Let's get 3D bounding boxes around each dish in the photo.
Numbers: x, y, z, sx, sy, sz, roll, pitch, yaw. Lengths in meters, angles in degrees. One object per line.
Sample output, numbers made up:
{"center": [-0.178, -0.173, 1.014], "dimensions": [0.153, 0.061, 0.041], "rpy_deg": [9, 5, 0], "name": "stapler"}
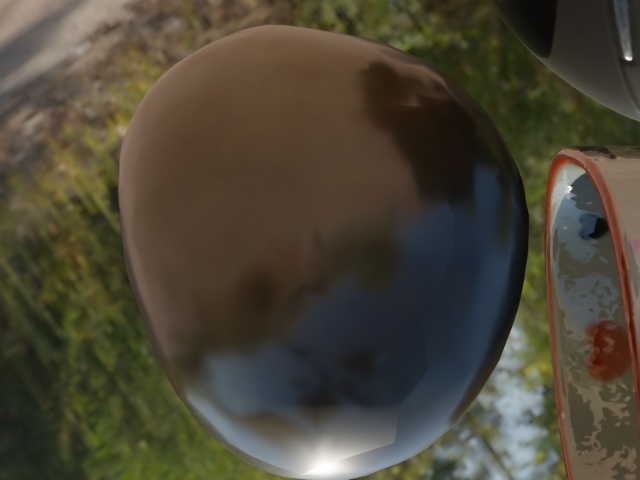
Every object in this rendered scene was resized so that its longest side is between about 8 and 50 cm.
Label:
{"center": [0.193, 0.064, 0.885], "dimensions": [0.117, 0.256, 0.256], "rpy_deg": [-5, 179, -2], "name": "dish"}

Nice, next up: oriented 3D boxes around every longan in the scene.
{"center": [0.000, 0.000, 0.687], "dimensions": [0.189, 0.189, 0.189], "rpy_deg": [-35, 180, 0], "name": "longan"}

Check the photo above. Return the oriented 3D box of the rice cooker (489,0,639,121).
{"center": [0.116, -0.128, 0.626], "dimensions": [0.118, 0.203, 0.142], "rpy_deg": [-26, 134, -9], "name": "rice cooker"}
